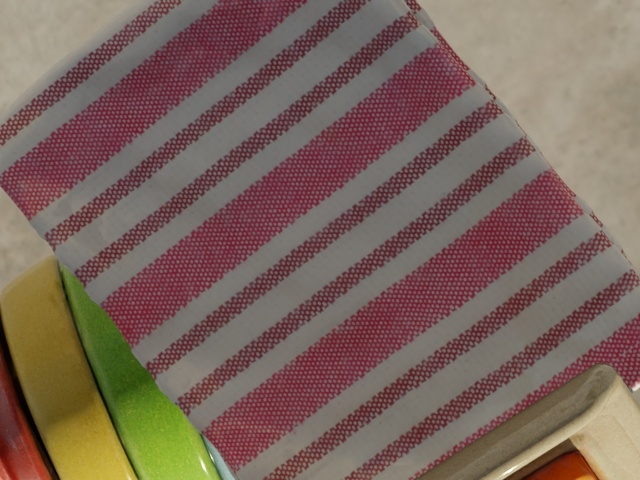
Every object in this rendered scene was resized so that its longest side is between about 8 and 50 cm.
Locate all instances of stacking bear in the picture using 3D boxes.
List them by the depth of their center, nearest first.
[{"bbox_3d":[-0.111,0.070,0.849,0.289,0.175,0.164,-21,161,-3],"label":"stacking bear"}]

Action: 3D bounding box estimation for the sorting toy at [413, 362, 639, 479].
[{"bbox_3d":[0.048,0.135,0.534,0.347,0.047,0.196,-34,141,5],"label":"sorting toy"}]

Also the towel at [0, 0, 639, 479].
[{"bbox_3d":[0.000,0.000,0.535,0.144,0.197,0.029,-39,177,6],"label":"towel"}]
